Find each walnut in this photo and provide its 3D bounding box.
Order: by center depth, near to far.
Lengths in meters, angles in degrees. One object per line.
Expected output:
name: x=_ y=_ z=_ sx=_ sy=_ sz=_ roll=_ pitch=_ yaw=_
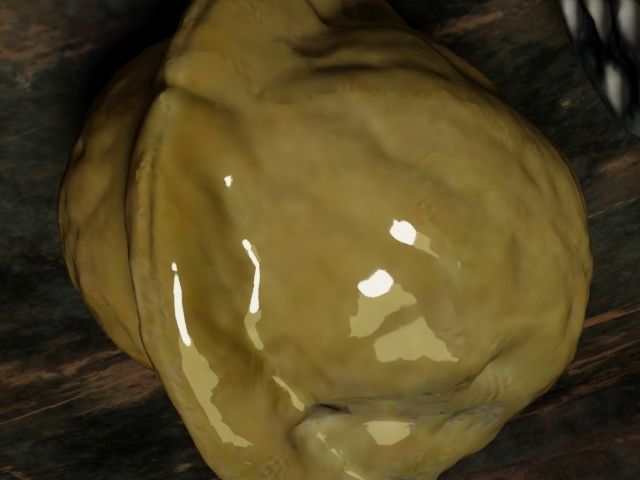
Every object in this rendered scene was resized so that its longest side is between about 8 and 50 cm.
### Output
walnut: x=-0.001 y=0.006 z=0.612 sx=0.384 sy=0.383 sz=0.383 roll=-14 pitch=149 yaw=-8

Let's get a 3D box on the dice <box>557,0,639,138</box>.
dice: x=0.274 y=-0.186 z=0.581 sx=0.182 sy=0.181 sz=0.183 roll=-21 pitch=151 yaw=2
